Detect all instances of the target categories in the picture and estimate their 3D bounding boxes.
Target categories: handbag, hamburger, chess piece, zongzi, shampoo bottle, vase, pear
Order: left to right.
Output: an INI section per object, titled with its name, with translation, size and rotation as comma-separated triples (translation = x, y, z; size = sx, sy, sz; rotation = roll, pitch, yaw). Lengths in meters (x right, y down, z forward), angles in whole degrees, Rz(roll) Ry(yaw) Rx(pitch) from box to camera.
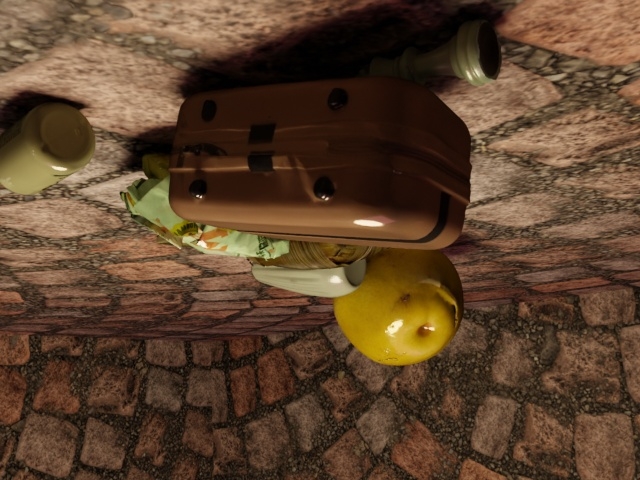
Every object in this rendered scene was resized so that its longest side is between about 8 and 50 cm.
[shampoo bottle]
translation = -0.323, -0.096, 0.839
size = 0.079, 0.079, 0.162
rotation = 8, 163, -42
[hamburger]
translation = -0.168, -0.051, 0.982
size = 0.235, 0.125, 0.214
rotation = 22, 176, 39
[vase]
translation = -0.031, 0.052, 1.531
size = 0.248, 0.128, 0.128
rotation = -2, 171, 36
[zongzi]
translation = 0.000, 0.000, 1.330
size = 0.248, 0.111, 0.241
rotation = -5, 173, 33
[handbag]
translation = 0.020, -0.070, 0.803
size = 0.302, 0.149, 0.283
rotation = 2, 176, 34
[pear]
translation = 0.157, 0.120, 1.618
size = 0.285, 0.285, 0.336
rotation = 8, -161, -43
[chess piece]
translation = 0.094, -0.164, 0.711
size = 0.149, 0.059, 0.059
rotation = -7, 168, 38

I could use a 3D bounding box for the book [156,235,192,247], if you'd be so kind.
[book]
translation = -0.180, -0.002, 1.449
size = 0.228, 0.024, 0.160
rotation = 6, 167, -41
